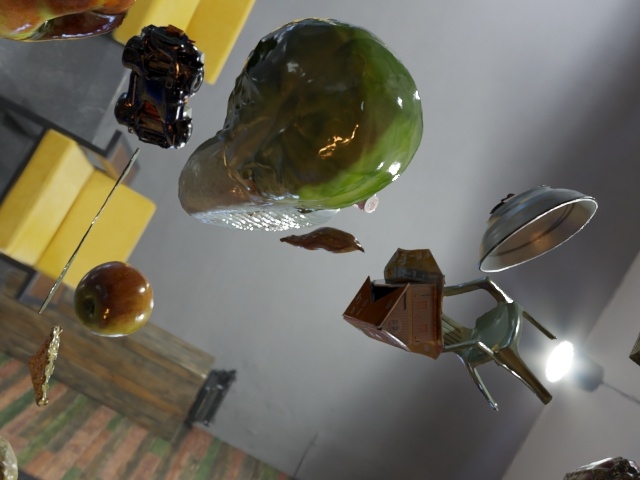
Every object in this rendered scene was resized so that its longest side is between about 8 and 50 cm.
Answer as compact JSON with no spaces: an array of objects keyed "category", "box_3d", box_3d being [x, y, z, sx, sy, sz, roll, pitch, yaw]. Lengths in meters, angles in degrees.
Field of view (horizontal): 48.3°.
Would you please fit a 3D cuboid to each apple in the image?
[{"category":"apple","box_3d":[-0.454,-0.489,1.156,0.340,0.339,0.339,-62,-178,4]},{"category":"apple","box_3d":[-0.522,0.150,1.793,0.196,0.195,0.196,-62,-178,4]}]

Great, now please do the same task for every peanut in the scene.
[{"category":"peanut","box_3d":[-0.604,0.402,1.268,0.140,0.159,0.109,22,98,-55]}]

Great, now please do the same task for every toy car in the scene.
[{"category":"toy car","box_3d":[-0.368,-0.359,1.681,0.118,0.193,0.301,-55,169,-54]}]

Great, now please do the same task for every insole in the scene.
[{"category":"insole","box_3d":[-0.396,-0.024,1.240,0.119,0.009,0.349,-35,-152,55]}]

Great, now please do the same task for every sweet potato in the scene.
[{"category":"sweet potato","box_3d":[0.001,-0.005,1.767,0.068,0.226,0.068,6,90,-73]}]

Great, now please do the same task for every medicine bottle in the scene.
[{"category":"medicine bottle","box_3d":[0.087,-0.158,2.214,0.115,0.219,0.078,14,107,-47]}]

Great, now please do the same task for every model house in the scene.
[{"category":"model house","box_3d":[0.119,0.118,1.336,0.219,0.135,0.208,-171,-101,-64]}]

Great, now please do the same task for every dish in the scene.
[{"category":"dish","box_3d":[0.496,-0.045,1.712,0.316,0.106,0.316,-21,156,-10]}]

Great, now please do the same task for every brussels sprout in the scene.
[{"category":"brussels sprout","box_3d":[-0.011,-0.138,0.845,0.271,0.220,0.210,-29,164,37]}]

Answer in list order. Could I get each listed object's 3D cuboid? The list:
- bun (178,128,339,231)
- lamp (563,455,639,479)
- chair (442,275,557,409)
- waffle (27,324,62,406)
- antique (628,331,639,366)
[{"category":"bun","box_3d":[-0.126,-0.133,1.534,0.362,0.361,0.212,129,-34,-79]},{"category":"lamp","box_3d":[0.590,0.536,1.465,0.274,0.177,0.177,87,28,-66]},{"category":"chair","box_3d":[0.336,0.210,1.500,0.190,0.275,0.203,-30,-158,39]},{"category":"waffle","box_3d":[-0.496,0.229,1.306,0.023,0.098,0.152,0,147,-44]},{"category":"antique","box_3d":[0.690,0.173,1.393,0.183,0.086,0.088,-51,175,-29]}]
